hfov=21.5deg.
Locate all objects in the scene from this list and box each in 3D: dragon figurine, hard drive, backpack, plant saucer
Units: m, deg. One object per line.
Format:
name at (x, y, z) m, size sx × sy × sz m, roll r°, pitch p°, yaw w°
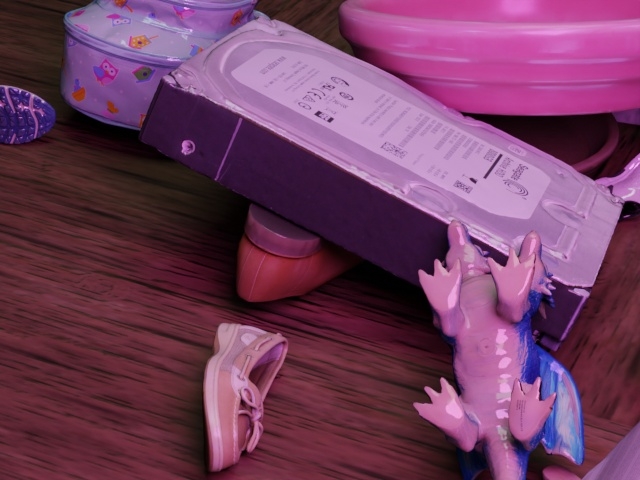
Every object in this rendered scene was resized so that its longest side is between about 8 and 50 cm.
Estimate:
dragon figurine at (0.115, 0.099, 1.052) m, size 0.085 × 0.144 × 0.289 m, roll -12°, pitch 63°, yaw 14°
hard drive at (0.058, -0.054, 1.278) m, size 0.339 × 0.064 × 0.237 m, roll 29°, pitch 24°, yaw 7°
backpack at (-0.141, -0.172, 1.497) m, size 0.166 × 0.144 × 0.188 m, roll 19°, pitch 33°, yaw 12°
plant saucer at (0.130, -0.103, 1.528) m, size 0.278 × 0.041 × 0.278 m, roll 5°, pitch 27°, yaw -2°
plant saucer at (0.181, -0.168, 1.465) m, size 0.332 × 0.084 × 0.332 m, roll -1°, pitch 15°, yaw 0°

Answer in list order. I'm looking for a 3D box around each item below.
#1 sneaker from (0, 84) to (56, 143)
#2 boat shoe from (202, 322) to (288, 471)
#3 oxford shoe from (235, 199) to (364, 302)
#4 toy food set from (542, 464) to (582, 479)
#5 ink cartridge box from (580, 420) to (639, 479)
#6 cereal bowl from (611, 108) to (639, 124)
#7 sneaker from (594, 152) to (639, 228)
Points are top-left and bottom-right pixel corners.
sneaker at (-0.295, -0.119, 1.462) m, size 0.135 × 0.052 × 0.058 m, roll 6°, pitch 24°, yaw -2°
boat shoe at (-0.049, 0.099, 1.098) m, size 0.048 × 0.056 × 0.153 m, roll 2°, pitch 21°, yaw 2°
oxford shoe at (0.000, 0.000, 1.279) m, size 0.076 × 0.076 × 0.212 m, roll 34°, pitch 26°, yaw 25°
toy food set at (0.245, 0.160, 1.071) m, size 0.192 × 0.038 × 0.132 m, roll -14°, pitch 27°, yaw -24°
ink cartridge box at (0.164, 0.152, 0.902) m, size 0.056 × 0.225 × 0.181 m, roll 39°, pitch 35°, yaw 7°
cereal bowl at (0.328, -0.244, 1.728) m, size 0.339 × 0.141 × 0.339 m, roll 4°, pitch 29°, yaw -2°
sneaker at (0.269, -0.042, 1.434) m, size 0.109 × 0.040 × 0.044 m, roll -32°, pitch 51°, yaw -19°
